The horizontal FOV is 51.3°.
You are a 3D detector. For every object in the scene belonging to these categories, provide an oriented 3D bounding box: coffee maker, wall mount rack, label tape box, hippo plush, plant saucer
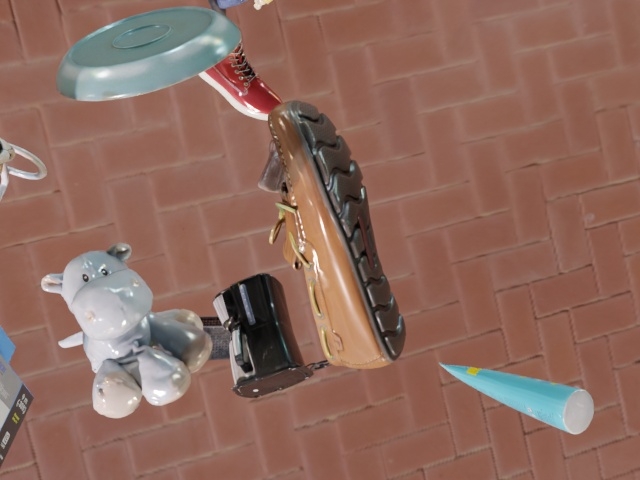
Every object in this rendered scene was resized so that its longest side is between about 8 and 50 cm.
[{"bbox_3d":[-0.082,0.154,1.121,0.171,0.120,0.178,-11,62,-12],"label":"coffee maker"},{"bbox_3d":[-0.679,-0.163,1.175,0.350,0.304,0.130,20,64,-13],"label":"wall mount rack"},{"bbox_3d":[-0.708,0.321,1.396,0.106,0.240,0.333,9,53,6],"label":"label tape box"},{"bbox_3d":[-0.322,0.118,1.133,0.234,0.294,0.236,-23,126,-26],"label":"hippo plush"},{"bbox_3d":[-0.290,-0.323,1.107,0.318,0.317,0.043,-21,127,-11],"label":"plant saucer"}]

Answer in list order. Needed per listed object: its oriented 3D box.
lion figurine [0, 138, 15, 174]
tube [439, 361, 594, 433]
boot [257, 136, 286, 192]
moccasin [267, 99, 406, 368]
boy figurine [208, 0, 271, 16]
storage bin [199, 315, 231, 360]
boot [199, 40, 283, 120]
[{"bbox_3d":[-0.551,0.000,0.868,0.142,0.240,0.392,14,76,5],"label":"lion figurine"},{"bbox_3d":[0.246,0.193,0.855,0.080,0.207,0.052,35,75,-27],"label":"tube"},{"bbox_3d":[-0.049,-0.124,1.168,0.106,0.037,0.114,12,63,-4],"label":"boot"},{"bbox_3d":[0.001,-0.001,0.914,0.147,0.139,0.380,-11,111,27],"label":"moccasin"},{"bbox_3d":[-0.133,-0.629,1.557,0.285,0.092,0.177,-20,69,12],"label":"boy figurine"},{"bbox_3d":[-0.236,0.239,1.646,0.180,0.122,0.084,4,93,-31],"label":"storage bin"},{"bbox_3d":[-0.179,-0.400,1.561,0.244,0.176,0.088,36,59,1],"label":"boot"}]
